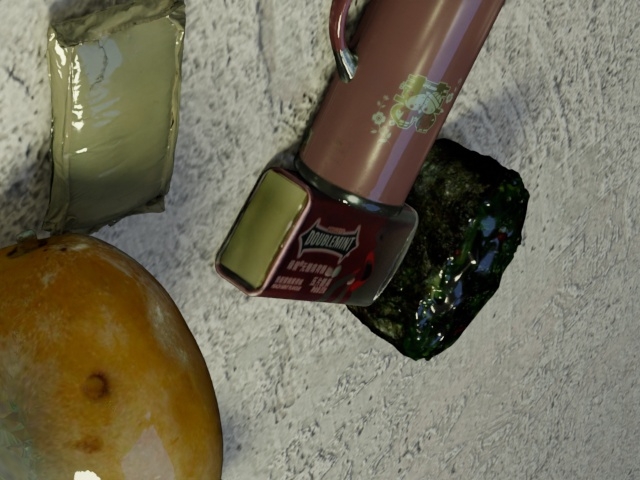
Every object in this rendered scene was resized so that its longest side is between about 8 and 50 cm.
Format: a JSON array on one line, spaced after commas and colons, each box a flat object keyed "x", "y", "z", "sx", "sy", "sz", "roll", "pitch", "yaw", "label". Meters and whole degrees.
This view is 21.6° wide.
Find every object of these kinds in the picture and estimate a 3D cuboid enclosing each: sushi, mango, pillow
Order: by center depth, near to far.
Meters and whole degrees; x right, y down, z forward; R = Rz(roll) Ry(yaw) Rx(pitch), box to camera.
[{"x": -0.151, "y": -0.088, "z": 1.239, "sx": 0.119, "sy": 0.053, "sz": 0.208, "roll": -29, "pitch": 144, "yaw": -36, "label": "pillow"}, {"x": -0.177, "y": 0.174, "z": 1.259, "sx": 0.199, "sy": 0.221, "sz": 0.384, "roll": -34, "pitch": 120, "yaw": -61, "label": "mango"}, {"x": 0.127, "y": 0.013, "z": 1.755, "sx": 0.225, "sy": 0.127, "sz": 0.124, "roll": -60, "pitch": 154, "yaw": 7, "label": "sushi"}]

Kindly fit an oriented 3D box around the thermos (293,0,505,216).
[{"x": 0.080, "y": -0.195, "z": 1.470, "sx": 0.109, "sy": 0.136, "sz": 0.330, "roll": -66, "pitch": -178, "yaw": -72, "label": "thermos"}]

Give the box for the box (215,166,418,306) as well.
[{"x": 0.000, "y": 0.000, "z": 1.591, "sx": 0.120, "sy": 0.069, "sz": 0.224, "roll": -60, "pitch": 153, "yaw": 10, "label": "box"}]
